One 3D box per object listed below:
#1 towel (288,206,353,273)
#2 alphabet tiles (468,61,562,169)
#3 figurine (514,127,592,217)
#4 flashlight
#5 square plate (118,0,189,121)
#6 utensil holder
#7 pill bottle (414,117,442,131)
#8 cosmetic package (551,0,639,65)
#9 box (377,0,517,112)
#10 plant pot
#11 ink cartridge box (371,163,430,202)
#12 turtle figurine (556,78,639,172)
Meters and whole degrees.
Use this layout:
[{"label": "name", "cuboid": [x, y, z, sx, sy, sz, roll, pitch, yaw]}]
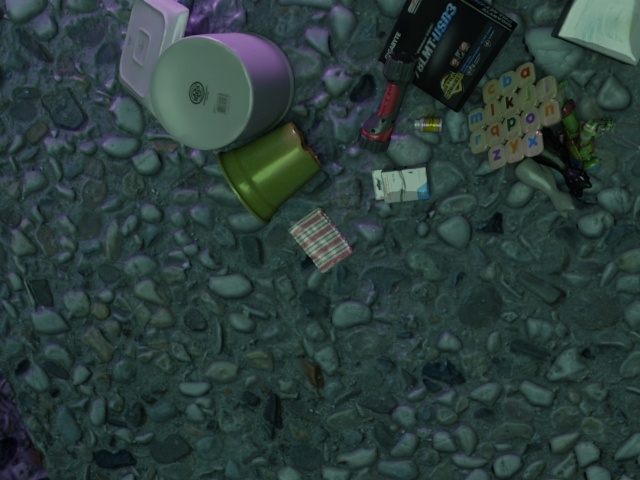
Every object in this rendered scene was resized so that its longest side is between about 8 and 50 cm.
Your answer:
[{"label": "towel", "cuboid": [0.000, 0.000, 2.079, 0.144, 0.029, 0.197, -36, 97, 21]}, {"label": "alphabet tiles", "cuboid": [0.544, -0.350, 1.729, 0.284, 0.021, 0.278, -19, 66, 47]}, {"label": "figurine", "cuboid": [0.665, -0.179, 1.739, 0.092, 0.215, 0.209, -32, 68, -10]}, {"label": "flashlight", "cuboid": [0.192, -0.407, 1.812, 0.103, 0.103, 0.304, 27, 133, 14]}, {"label": "square plate", "cuboid": [-0.537, -0.592, 1.895, 0.344, 0.049, 0.348, 42, 119, 40]}, {"label": "utensil holder", "cuboid": [-0.282, -0.450, 1.807, 0.327, 0.385, 0.328, 4, 109, 13]}, {"label": "pill bottle", "cuboid": [0.332, -0.355, 1.872, 0.083, 0.043, 0.044, 3, 109, 12]}, {"label": "cosmetic package", "cuboid": [0.780, -0.615, 1.628, 0.224, 0.138, 0.224, 22, 112, 4]}, {"label": "box", "cuboid": [0.346, -0.556, 1.716, 0.293, 0.073, 0.296, 34, 139, 3]}, {"label": "plant pot", "cuboid": [-0.144, -0.234, 1.933, 0.253, 0.276, 0.276, -34, 98, 9]}, {"label": "ink cartridge box", "cuboid": [0.253, -0.178, 1.941, 0.180, 0.060, 0.104, -6, 107, 15]}, {"label": "turtle figurine", "cuboid": [0.756, -0.339, 1.694, 0.266, 0.197, 0.274, 55, 155, 1]}]
